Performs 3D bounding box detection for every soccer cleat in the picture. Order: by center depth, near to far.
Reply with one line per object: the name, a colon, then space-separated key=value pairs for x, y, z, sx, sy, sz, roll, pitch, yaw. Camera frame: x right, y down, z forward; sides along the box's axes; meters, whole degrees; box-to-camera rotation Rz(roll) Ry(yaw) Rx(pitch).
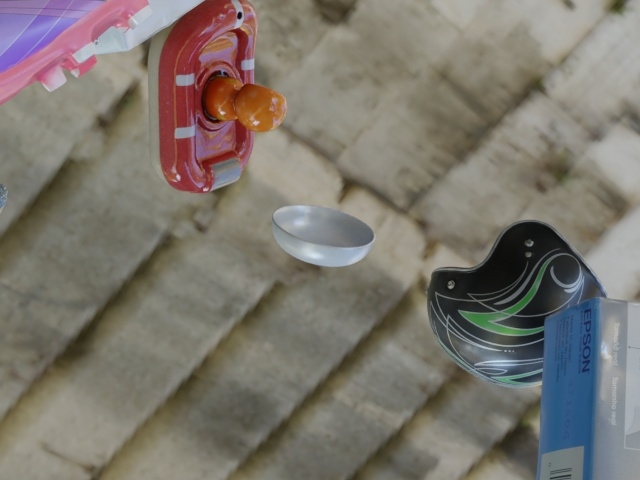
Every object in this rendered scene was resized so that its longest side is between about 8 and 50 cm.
soccer cleat: x=-0.159 y=-0.105 z=0.711 sx=0.083 sy=0.095 sz=0.248 roll=-29 pitch=-168 yaw=49

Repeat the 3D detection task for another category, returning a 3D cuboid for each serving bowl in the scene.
serving bowl: x=0.000 y=0.000 z=1.193 sx=0.083 sy=0.083 sz=0.027 roll=45 pitch=-52 yaw=52

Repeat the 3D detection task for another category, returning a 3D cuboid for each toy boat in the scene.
toy boat: x=-0.104 y=-0.163 z=1.716 sx=0.151 sy=0.151 sz=0.231 roll=14 pitch=-67 yaw=33

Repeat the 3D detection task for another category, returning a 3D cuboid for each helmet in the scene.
helmet: x=0.199 y=0.072 z=1.567 sx=0.161 sy=0.169 sz=0.169 roll=-41 pitch=-143 yaw=-7

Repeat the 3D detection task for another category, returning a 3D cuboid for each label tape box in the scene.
label tape box: x=0.359 y=0.199 z=1.267 sx=0.115 sy=0.347 sz=0.249 roll=136 pitch=-39 yaw=-69

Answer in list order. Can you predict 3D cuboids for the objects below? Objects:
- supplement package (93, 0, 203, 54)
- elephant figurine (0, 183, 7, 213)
supplement package: x=-0.236 y=-0.247 z=1.309 sx=0.203 sy=0.149 sz=0.194 roll=-5 pitch=-159 yaw=19
elephant figurine: x=-0.412 y=-0.049 z=1.343 sx=0.186 sy=0.169 sz=0.239 roll=-34 pitch=-105 yaw=-18
